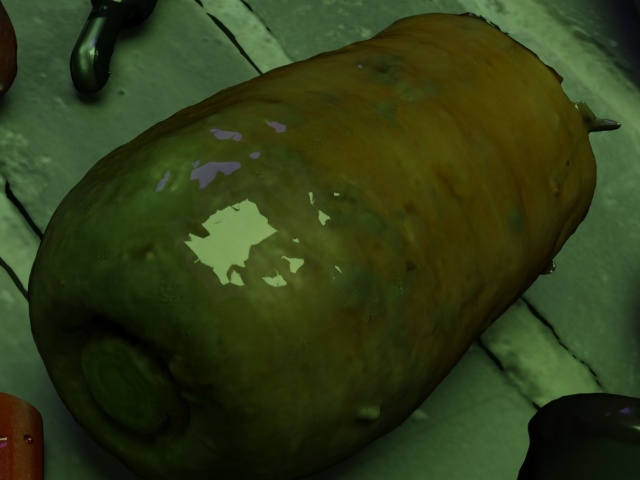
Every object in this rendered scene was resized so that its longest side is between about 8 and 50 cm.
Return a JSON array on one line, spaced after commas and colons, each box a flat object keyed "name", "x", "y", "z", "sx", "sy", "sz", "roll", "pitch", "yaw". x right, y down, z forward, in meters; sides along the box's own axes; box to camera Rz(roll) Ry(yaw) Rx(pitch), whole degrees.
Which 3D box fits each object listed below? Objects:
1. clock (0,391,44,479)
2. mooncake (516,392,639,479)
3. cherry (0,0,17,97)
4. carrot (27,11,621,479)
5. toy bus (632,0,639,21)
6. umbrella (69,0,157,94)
[{"name": "clock", "x": -0.207, "y": 0.154, "z": 0.768, "sx": 0.113, "sy": 0.061, "sz": 0.155, "roll": 0, "pitch": 48, "yaw": -12}, {"name": "mooncake", "x": 0.293, "y": 0.193, "z": 0.657, "sx": 0.350, "sy": 0.381, "sz": 0.212, "roll": 11, "pitch": 82, "yaw": -41}, {"name": "cherry", "x": -0.261, "y": -0.149, "z": 0.980, "sx": 0.087, "sy": 0.126, "sz": 0.106, "roll": -34, "pitch": 48, "yaw": -11}, {"name": "carrot", "x": 0.000, "y": 0.000, "z": 0.841, "sx": 0.224, "sy": 0.224, "sz": 0.341, "roll": 37, "pitch": 49, "yaw": 18}, {"name": "toy bus", "x": 0.357, "y": -0.331, "z": 1.184, "sx": 0.249, "sy": 0.209, "sz": 0.440, "roll": 8, "pitch": 52, "yaw": -21}, {"name": "umbrella", "x": -0.140, "y": -0.210, "z": 1.086, "sx": 0.071, "sy": 0.071, "sz": 0.248, "roll": 15, "pitch": 48, "yaw": -1}]
